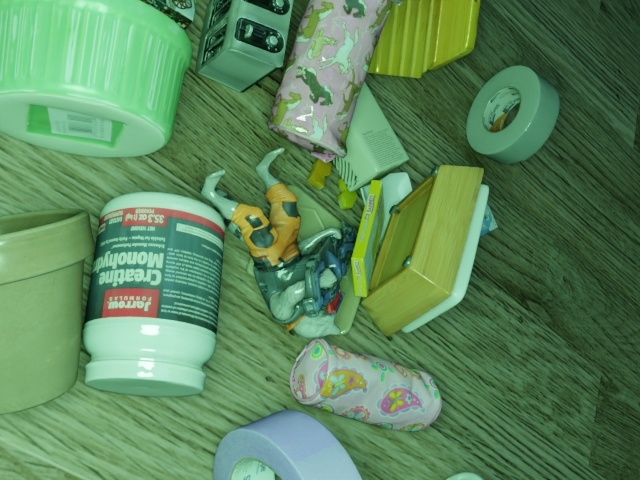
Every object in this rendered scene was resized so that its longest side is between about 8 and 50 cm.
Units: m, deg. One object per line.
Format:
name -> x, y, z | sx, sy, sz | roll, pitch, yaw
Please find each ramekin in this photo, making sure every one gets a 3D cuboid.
ramekin -> -0.343, -0.228, 1.091 | 0.303, 0.303, 0.148 | 12, 75, -34

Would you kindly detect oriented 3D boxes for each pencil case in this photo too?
pencil case -> 0.085, 0.264, 1.370 | 0.284, 0.124, 0.124 | 21, 63, -32
pencil case -> 0.032, -0.340, 1.356 | 0.167, 0.160, 0.386 | 21, 91, -16

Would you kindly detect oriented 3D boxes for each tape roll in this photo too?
tape roll -> -0.046, 0.395, 1.118 | 0.090, 0.274, 0.275 | -13, 83, -40
tape roll -> 0.441, -0.289, 1.757 | 0.072, 0.219, 0.219 | 21, 63, -30

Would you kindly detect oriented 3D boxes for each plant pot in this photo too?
plant pot -> -0.414, 0.093, 0.982 | 0.263, 0.263, 0.229 | -16, 104, -40

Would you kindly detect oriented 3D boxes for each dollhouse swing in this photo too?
dollhouse swing -> 0.243, -0.491, 1.546 | 0.346, 0.305, 0.315 | -5, 105, -41

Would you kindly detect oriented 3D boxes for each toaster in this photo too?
toaster -> -0.139, -0.375, 1.379 | 0.110, 0.185, 0.168 | 18, 73, -30

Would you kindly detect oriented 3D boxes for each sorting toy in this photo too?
sorting toy -> 0.000, 0.000, 1.444 | 0.229, 0.041, 0.307 | 35, 55, -21

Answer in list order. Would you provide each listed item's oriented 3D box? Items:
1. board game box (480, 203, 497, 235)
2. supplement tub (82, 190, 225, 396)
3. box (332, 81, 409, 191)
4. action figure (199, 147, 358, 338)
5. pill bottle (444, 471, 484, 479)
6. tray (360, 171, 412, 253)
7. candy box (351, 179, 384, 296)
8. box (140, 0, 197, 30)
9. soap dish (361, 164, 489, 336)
board game box -> 0.359, -0.056, 1.746 | 0.090, 0.020, 0.090 | -24, 92, -40
supplement tub -> -0.244, 0.082, 1.124 | 0.191, 0.191, 0.272 | 16, 66, -33
box -> 0.051, -0.244, 1.502 | 0.113, 0.094, 0.275 | -24, 83, -43
action figure -> -0.054, 0.015, 1.308 | 0.330, 0.178, 0.341 | 65, 20, -5
pill bottle -> 0.328, 0.575, 1.426 | 0.272, 0.152, 0.152 | 45, 53, -16
tray -> 0.156, -0.006, 1.567 | 0.145, 0.030, 0.270 | -8, 80, -40
candy box -> 0.091, -0.006, 1.418 | 0.105, 0.027, 0.206 | 78, 21, -45
box -> -0.290, -0.494, 1.350 | 0.159, 0.044, 0.233 | 25, 50, -31
soap dish -> 0.194, 0.013, 1.427 | 0.118, 0.229, 0.291 | 29, 57, -11
